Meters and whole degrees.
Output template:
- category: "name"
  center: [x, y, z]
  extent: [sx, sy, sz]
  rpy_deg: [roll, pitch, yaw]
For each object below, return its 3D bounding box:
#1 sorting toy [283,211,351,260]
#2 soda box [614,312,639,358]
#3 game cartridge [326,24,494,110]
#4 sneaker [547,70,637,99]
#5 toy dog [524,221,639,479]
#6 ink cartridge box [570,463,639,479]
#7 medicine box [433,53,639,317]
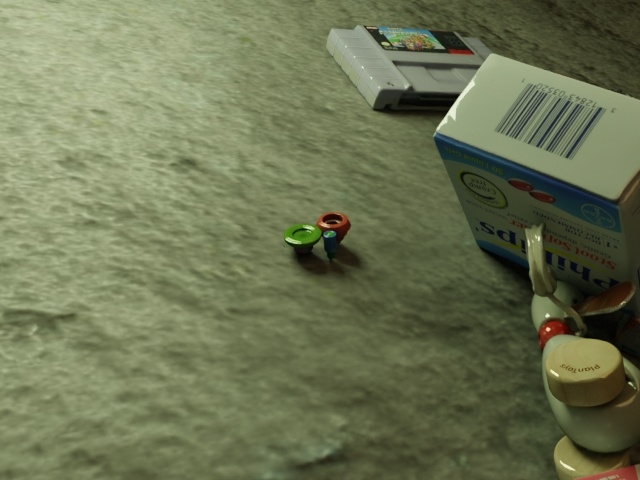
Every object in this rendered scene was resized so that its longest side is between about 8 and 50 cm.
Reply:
- category: "sorting toy"
  center: [0.000, 0.000, 1.193]
  extent: [0.102, 0.042, 0.061]
  rpy_deg: [-24, 37, -28]
- category: "soda box"
  center: [0.499, 0.148, 1.207]
  extent: [0.183, 0.058, 0.063]
  rpy_deg: [26, 37, 7]
- category: "game cartridge"
  center: [0.209, -0.331, 1.692]
  extent: [0.355, 0.068, 0.230]
  rpy_deg: [-4, 46, -28]
- category: "sneaker"
  center: [0.525, -0.245, 1.684]
  extent: [0.276, 0.098, 0.135]
  rpy_deg: [28, 36, 2]
- category: "toy dog"
  center: [0.342, 0.138, 1.045]
  extent: [0.160, 0.220, 0.334]
  rpy_deg: [-6, 45, 11]
- category: "ink cartridge box"
  center: [0.352, 0.342, 0.856]
  extent: [0.171, 0.100, 0.237]
  rpy_deg: [-3, 41, -28]
- category: "medicine box"
  center: [0.321, -0.068, 1.151]
  extent: [0.263, 0.289, 0.149]
  rpy_deg: [27, 73, 35]
